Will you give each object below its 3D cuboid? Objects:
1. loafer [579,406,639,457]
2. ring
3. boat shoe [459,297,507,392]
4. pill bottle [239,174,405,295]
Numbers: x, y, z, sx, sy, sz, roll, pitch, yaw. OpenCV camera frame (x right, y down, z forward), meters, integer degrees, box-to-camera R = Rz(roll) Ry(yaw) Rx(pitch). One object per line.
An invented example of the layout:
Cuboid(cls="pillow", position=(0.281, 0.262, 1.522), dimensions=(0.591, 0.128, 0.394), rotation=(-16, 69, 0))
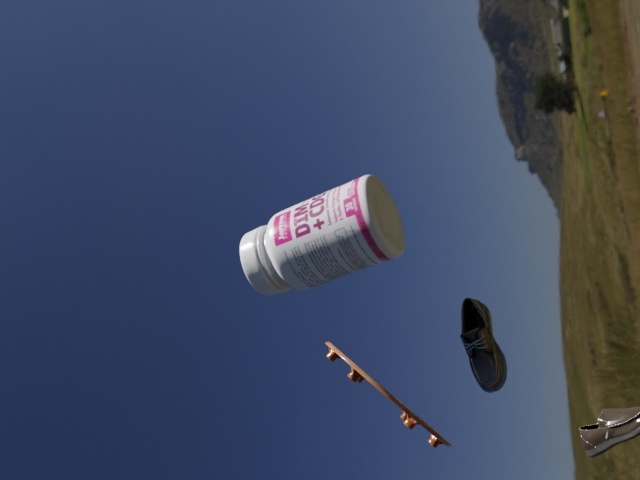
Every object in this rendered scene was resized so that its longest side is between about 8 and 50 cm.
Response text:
Cuboid(cls="loafer", position=(0.666, 0.413, 1.356), dimensions=(0.080, 0.220, 0.078), rotation=(-7, -124, -43))
Cuboid(cls="ring", position=(0.136, 0.334, 1.288), dimensions=(0.032, 0.336, 0.336), rotation=(-49, -38, -6))
Cuboid(cls="boat shoe", position=(0.286, 0.187, 1.099), dimensions=(0.066, 0.066, 0.183), rotation=(38, -147, -37))
Cuboid(cls="pill bottle", position=(0.000, 0.000, 1.129), dimensions=(0.160, 0.283, 0.160), rotation=(47, -149, -40))
